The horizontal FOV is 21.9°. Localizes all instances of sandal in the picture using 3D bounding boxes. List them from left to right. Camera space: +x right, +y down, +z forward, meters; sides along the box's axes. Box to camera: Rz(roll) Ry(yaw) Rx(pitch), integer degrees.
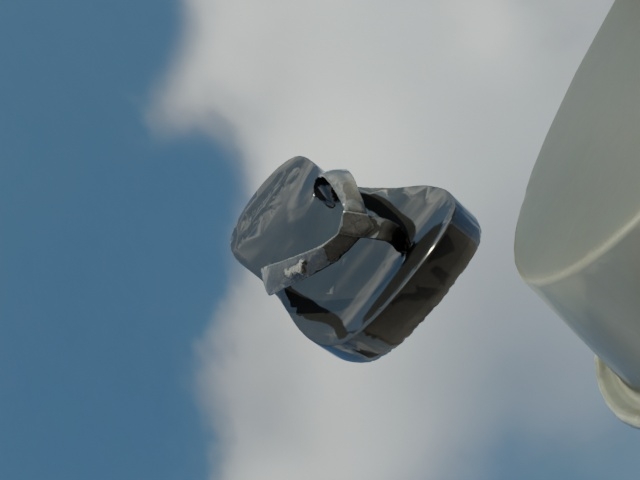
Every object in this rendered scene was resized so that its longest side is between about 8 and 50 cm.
[{"bbox_3d":[-0.001,0.001,0.871,0.054,0.254,0.097,37,-98,-23],"label":"sandal"}]

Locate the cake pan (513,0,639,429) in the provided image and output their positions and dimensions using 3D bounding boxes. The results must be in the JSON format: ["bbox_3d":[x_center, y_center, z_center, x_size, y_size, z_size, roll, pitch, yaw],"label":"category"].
[{"bbox_3d":[0.148,-0.082,0.499,0.054,0.293,0.293,30,-84,-5],"label":"cake pan"}]
